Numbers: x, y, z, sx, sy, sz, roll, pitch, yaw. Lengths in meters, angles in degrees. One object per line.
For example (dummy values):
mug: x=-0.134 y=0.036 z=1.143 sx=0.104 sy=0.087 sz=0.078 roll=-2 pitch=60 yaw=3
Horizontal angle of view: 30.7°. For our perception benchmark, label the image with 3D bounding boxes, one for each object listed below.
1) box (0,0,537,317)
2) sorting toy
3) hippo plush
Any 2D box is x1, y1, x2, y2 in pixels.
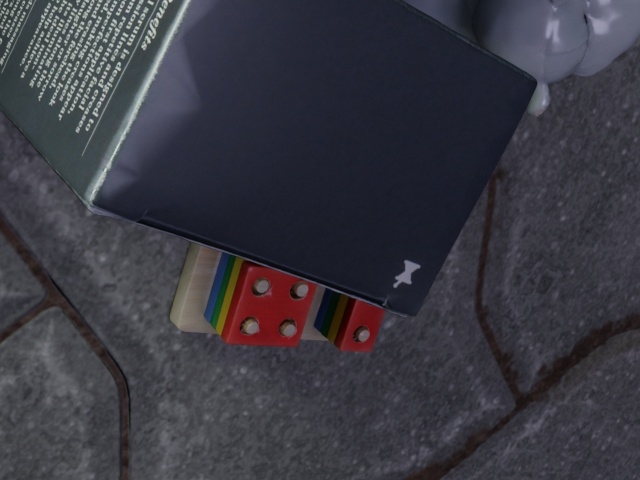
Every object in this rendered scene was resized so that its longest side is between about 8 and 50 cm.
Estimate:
box: x=-0.085 y=-0.143 z=0.934 sx=0.293 sy=0.395 sz=0.212 roll=21 pitch=101 yaw=-38
sorting toy: x=0.000 y=0.000 z=1.253 sx=0.257 sy=0.089 sz=0.256 roll=7 pitch=109 yaw=-34
hippo plush: x=0.187 y=-0.264 z=1.144 sx=0.294 sy=0.236 sz=0.234 roll=-15 pitch=120 yaw=-25
